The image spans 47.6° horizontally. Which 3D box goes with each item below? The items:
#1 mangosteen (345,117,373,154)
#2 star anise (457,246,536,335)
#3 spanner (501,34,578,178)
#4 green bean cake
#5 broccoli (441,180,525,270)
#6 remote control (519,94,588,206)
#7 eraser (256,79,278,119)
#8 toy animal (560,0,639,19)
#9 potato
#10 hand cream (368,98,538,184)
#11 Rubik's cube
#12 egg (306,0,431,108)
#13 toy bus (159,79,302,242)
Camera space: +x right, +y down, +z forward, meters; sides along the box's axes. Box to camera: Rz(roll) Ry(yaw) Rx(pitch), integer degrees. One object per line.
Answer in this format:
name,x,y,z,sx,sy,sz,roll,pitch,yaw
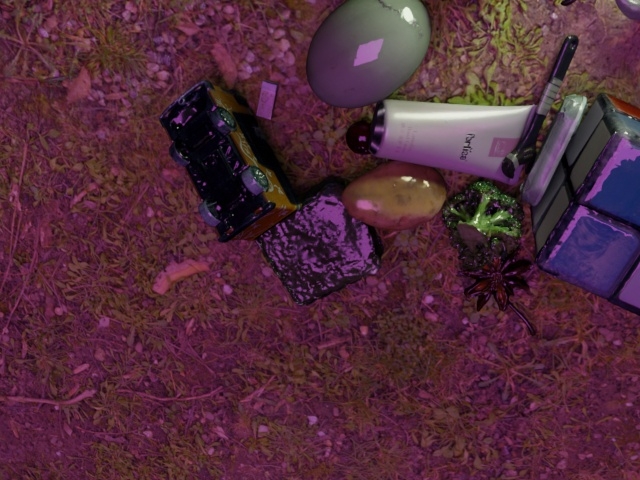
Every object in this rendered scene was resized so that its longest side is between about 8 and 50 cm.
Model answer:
mangosteen,0.095,-0.230,1.609,0.080,0.081,0.081,5,115,10
star anise,0.409,0.115,1.691,0.177,0.073,0.234,-4,97,5
spanner,0.468,-0.274,1.522,0.087,0.024,0.316,3,117,-35
green bean cake,0.000,0.000,1.701,0.255,0.132,0.241,-29,102,18
broccoli,0.353,-0.033,1.596,0.195,0.156,0.196,20,126,30
remote control,0.486,-0.188,1.518,0.052,0.104,0.247,24,110,7
eraser,-0.120,-0.319,1.642,0.038,0.019,0.083,18,116,6
toy animal,0.652,-0.450,1.376,0.324,0.090,0.195,30,117,-5
potato,0.166,-0.095,1.607,0.234,0.128,0.161,-29,92,-16
hand cream,0.279,-0.218,1.542,0.358,0.118,0.186,5,116,-10
Rubik's cube,0.625,-0.066,1.435,0.318,0.313,0.316,26,117,1
egg,0.095,-0.386,1.463,0.282,0.203,0.203,-34,103,26
toy bus,-0.193,-0.167,1.577,0.161,0.194,0.324,-34,75,22
